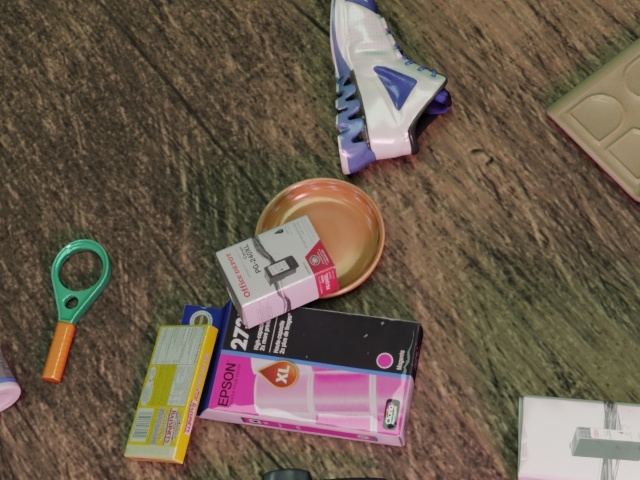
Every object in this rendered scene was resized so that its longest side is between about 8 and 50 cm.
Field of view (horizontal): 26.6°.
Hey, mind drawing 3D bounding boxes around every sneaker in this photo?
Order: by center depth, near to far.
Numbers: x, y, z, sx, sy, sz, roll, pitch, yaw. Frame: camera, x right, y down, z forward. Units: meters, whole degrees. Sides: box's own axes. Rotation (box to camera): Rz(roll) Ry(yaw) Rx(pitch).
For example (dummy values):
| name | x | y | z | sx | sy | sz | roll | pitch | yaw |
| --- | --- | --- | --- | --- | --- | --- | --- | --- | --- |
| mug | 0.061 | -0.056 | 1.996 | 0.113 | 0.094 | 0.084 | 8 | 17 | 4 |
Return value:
| name | x | y | z | sx | sy | sz | roll | pitch | yaw |
| --- | --- | --- | --- | --- | --- | --- | --- | --- | --- |
| sneaker | 0.111 | -0.257 | 2.124 | 0.182 | 0.127 | 0.316 | -4 | 73 | 2 |

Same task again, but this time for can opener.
| name | x | y | z | sx | sy | sz | roll | pitch | yaw |
| --- | --- | --- | --- | --- | --- | --- | --- | --- | --- |
| can opener | 0.006 | 0.350 | 1.896 | 0.186 | 0.059 | 0.073 | -3 | 66 | 7 |

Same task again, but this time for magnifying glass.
| name | x | y | z | sx | sy | sz | roll | pitch | yaw |
| --- | --- | --- | --- | --- | --- | --- | --- | --- | --- |
| magnifying glass | -0.384 | 0.105 | 2.080 | 0.092 | 0.026 | 0.231 | 7 | 68 | 11 |

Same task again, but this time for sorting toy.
| name | x | y | z | sx | sy | sz | roll | pitch | yaw |
| --- | --- | --- | --- | --- | --- | --- | --- | --- | --- |
| sorting toy | 0.532 | -0.215 | 2.083 | 0.307 | 0.041 | 0.229 | -37 | 62 | -9 |

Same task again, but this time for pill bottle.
| name | x | y | z | sx | sy | sz | roll | pitch | yaw |
| --- | --- | --- | --- | --- | --- | --- | --- | --- | --- |
| pill bottle | -0.511 | 0.187 | 2.033 | 0.078 | 0.078 | 0.137 | -31 | 66 | -6 |

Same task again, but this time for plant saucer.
| name | x | y | z | sx | sy | sz | roll | pitch | yaw |
| --- | --- | --- | --- | --- | --- | --- | --- | --- | --- |
| plant saucer | 0.000 | 0.000 | 2.064 | 0.199 | 0.037 | 0.200 | -3 | 65 | 8 |

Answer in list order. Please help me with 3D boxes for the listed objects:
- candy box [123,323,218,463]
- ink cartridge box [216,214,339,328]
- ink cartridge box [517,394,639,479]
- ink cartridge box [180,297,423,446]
| name | x | y | z | sx | sy | sz | roll | pitch | yaw |
| --- | --- | --- | --- | --- | --- | --- | --- | --- | --- |
| candy box | -0.218 | 0.221 | 1.978 | 0.105 | 0.027 | 0.206 | -2 | 64 | 37 |
| ink cartridge box | -0.064 | 0.045 | 1.982 | 0.150 | 0.063 | 0.109 | -23 | 56 | -9 |
| ink cartridge box | 0.395 | 0.293 | 1.788 | 0.272 | 0.197 | 0.114 | 4 | 67 | 10 |
| ink cartridge box | -0.046 | 0.186 | 1.977 | 0.370 | 0.069 | 0.176 | 6 | 67 | 13 |
